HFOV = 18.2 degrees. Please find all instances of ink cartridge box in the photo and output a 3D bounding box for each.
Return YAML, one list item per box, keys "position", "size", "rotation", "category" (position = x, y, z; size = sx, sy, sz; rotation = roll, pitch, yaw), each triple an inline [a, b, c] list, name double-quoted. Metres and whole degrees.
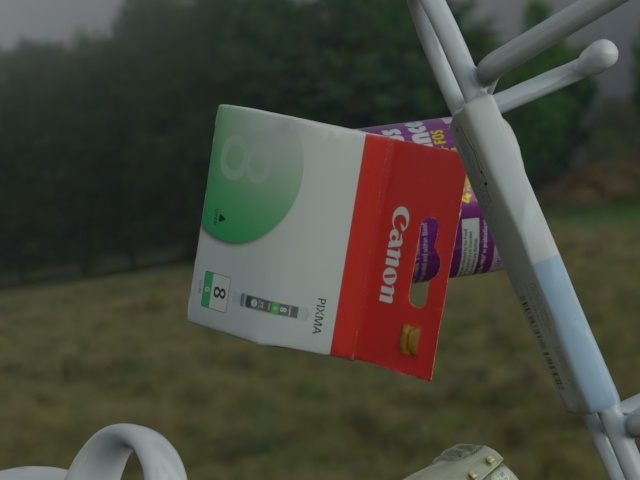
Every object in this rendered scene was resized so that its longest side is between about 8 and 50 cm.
- position: [0.000, 0.000, 1.545]
  size: [0.225, 0.181, 0.056]
  rotation: [15, 8, 43]
  category: "ink cartridge box"

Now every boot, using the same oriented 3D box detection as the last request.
- position: [0.110, 0.250, 1.731]
  size: [0.165, 0.077, 0.213]
  rotation: [-26, 21, -18]
  category: "boot"

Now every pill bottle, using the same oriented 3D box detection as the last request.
- position: [0.053, -0.034, 2.070]
  size: [0.302, 0.169, 0.169]
  rotation: [-8, 1, -9]
  category: "pill bottle"

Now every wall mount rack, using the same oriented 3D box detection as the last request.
- position: [0.163, -0.013, 1.030]
  size: [0.130, 0.350, 0.304]
  rotation: [-23, -4, -1]
  category: "wall mount rack"

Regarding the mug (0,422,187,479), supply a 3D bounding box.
- position: [-0.227, 0.354, 1.903]
  size: [0.276, 0.374, 0.328]
  rotation: [19, 6, -27]
  category: "mug"
